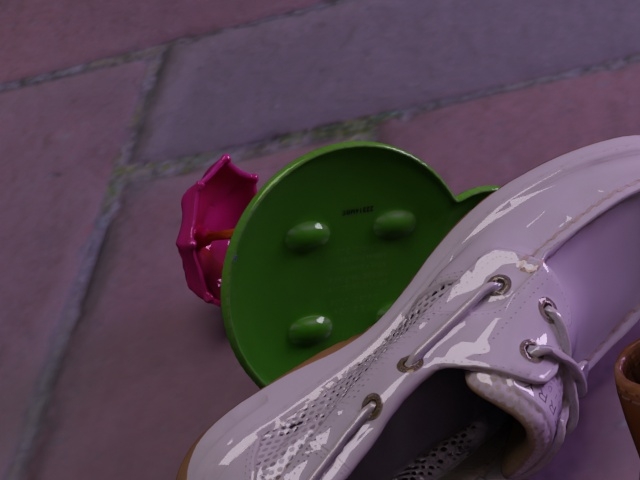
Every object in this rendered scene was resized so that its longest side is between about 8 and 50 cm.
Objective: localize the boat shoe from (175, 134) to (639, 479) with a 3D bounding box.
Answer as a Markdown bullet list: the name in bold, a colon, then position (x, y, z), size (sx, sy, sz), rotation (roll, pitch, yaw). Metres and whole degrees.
- **boat shoe**: position (0.072, 0.063, 0.820), size (0.277, 0.098, 0.096), rotation (-39, 35, -11)

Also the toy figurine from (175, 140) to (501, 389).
- **toy figurine**: position (0.000, 0.000, 0.957), size (0.173, 0.130, 0.159), rotation (-9, 16, -25)

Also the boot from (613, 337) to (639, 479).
- **boot**: position (0.127, 0.124, 0.547), size (0.283, 0.220, 0.109), rotation (-14, 33, 36)
